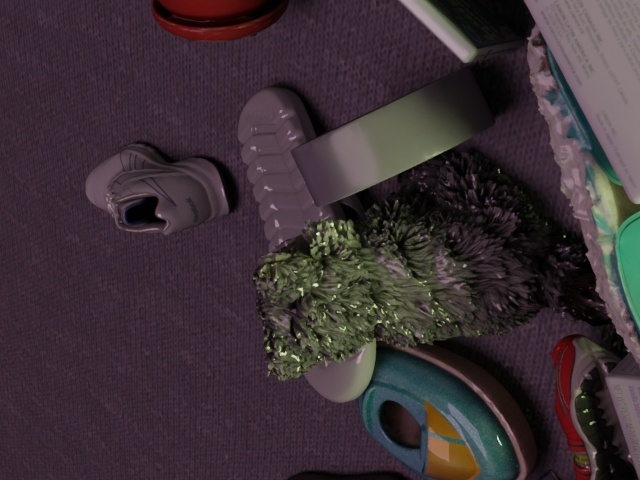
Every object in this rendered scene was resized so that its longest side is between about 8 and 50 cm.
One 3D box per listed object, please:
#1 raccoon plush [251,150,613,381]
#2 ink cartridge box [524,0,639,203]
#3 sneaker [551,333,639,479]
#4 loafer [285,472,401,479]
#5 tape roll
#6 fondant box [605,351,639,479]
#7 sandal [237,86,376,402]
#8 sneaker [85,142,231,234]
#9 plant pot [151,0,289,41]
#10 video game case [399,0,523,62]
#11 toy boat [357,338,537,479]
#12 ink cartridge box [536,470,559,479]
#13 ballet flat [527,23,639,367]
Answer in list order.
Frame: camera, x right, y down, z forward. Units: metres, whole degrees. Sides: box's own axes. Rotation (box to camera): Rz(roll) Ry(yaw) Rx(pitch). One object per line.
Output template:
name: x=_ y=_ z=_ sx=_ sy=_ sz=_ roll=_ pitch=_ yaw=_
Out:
raccoon plush: x=0.129 y=0.044 z=1.573 sx=0.446 sy=0.299 sz=0.216 roll=1 pitch=113 yaw=48
ink cartridge box: x=0.355 y=-0.249 z=1.222 sx=0.385 sy=0.091 sz=0.308 roll=-34 pitch=78 yaw=42
sneaker: x=0.324 y=0.222 z=1.650 sx=0.118 sy=0.107 sz=0.279 roll=-125 pitch=18 yaw=-58
loafer: x=-0.007 y=0.418 z=2.110 sx=0.366 sy=0.130 sz=0.134 roll=-28 pitch=91 yaw=53
tape roll: x=0.080 y=-0.115 z=1.593 sx=0.219 sy=0.219 sz=0.072 roll=-20 pitch=96 yaw=52
fondant box: x=0.472 y=0.226 z=1.447 sx=0.330 sy=0.096 sz=0.238 roll=2 pitch=121 yaw=47
sandal: x=0.009 y=-0.003 z=1.848 sx=0.169 sy=0.102 sz=0.416 roll=-21 pitch=82 yaw=52
sneaker: x=-0.262 y=-0.069 z=2.091 sx=0.297 sy=0.129 sz=0.111 roll=5 pitch=119 yaw=49
plant pot: x=-0.128 y=-0.339 z=1.712 sx=0.191 sy=0.191 sz=0.174 roll=26 pitch=133 yaw=37
video game case: x=0.115 y=-0.259 z=1.491 sx=0.190 sy=0.173 sz=0.022 roll=46 pitch=115 yaw=10
toy boat: x=0.146 y=0.289 z=1.836 sx=0.267 sy=0.148 sz=0.318 roll=24 pitch=129 yaw=38
ink cartridge box: x=0.240 y=0.441 z=1.807 sx=0.168 sy=0.171 sz=0.233 roll=49 pitch=142 yaw=16
ballet flat: x=0.312 y=-0.045 z=1.447 sx=0.147 sy=0.147 sz=0.409 roll=-20 pitch=87 yaw=53
